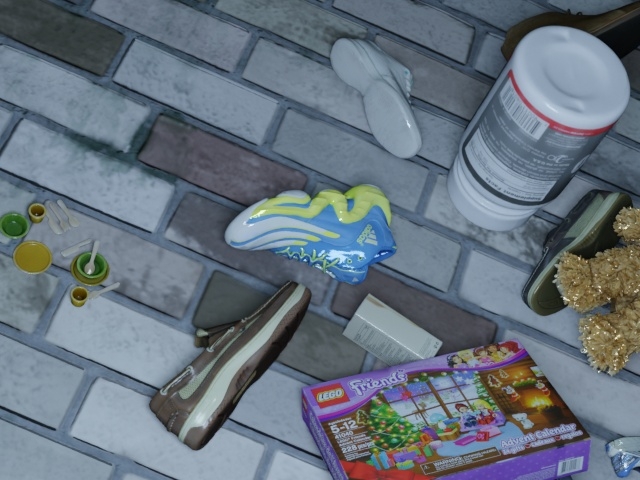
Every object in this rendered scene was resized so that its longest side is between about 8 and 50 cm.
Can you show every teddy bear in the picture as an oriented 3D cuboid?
[{"bbox_3d":[0.467,0.063,1.787,0.338,0.113,0.245,3,61,-17],"label":"teddy bear"}]

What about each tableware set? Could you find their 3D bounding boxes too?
[{"bbox_3d":[-0.327,0.016,1.664,0.104,0.024,0.154,-27,71,-29],"label":"tableware set"}]

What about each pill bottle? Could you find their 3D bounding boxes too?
[{"bbox_3d":[0.284,-0.142,1.802,0.161,0.283,0.161,9,57,-13],"label":"pill bottle"}]

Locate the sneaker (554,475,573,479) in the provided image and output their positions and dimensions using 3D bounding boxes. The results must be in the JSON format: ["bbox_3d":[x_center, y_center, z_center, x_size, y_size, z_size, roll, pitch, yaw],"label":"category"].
[{"bbox_3d":[0.307,0.362,1.592,0.350,0.131,0.148,29,58,0],"label":"sneaker"}]

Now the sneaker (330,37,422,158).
[{"bbox_3d":[0.104,-0.213,1.920,0.094,0.080,0.212,-12,62,-37],"label":"sneaker"}]

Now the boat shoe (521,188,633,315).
[{"bbox_3d":[0.347,0.013,1.859,0.223,0.080,0.073,-47,39,-18],"label":"boat shoe"}]

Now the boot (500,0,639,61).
[{"bbox_3d":[0.412,-0.329,2.075,0.305,0.112,0.115,-25,59,-27],"label":"boot"}]

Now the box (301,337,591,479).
[{"bbox_3d":[0.145,0.224,1.597,0.293,0.057,0.201,-12,35,-15],"label":"box"}]

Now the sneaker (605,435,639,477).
[{"bbox_3d":[0.437,0.284,1.739,0.135,0.052,0.058,-3,70,-11],"label":"sneaker"}]

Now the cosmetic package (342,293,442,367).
[{"bbox_3d":[0.092,0.125,1.712,0.115,0.060,0.041,35,54,3],"label":"cosmetic package"}]

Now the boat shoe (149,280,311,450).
[{"bbox_3d":[-0.111,0.130,1.624,0.095,0.095,0.257,33,55,11],"label":"boat shoe"}]

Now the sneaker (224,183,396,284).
[{"bbox_3d":[0.000,0.000,1.740,0.240,0.091,0.126,-14,65,-26],"label":"sneaker"}]
